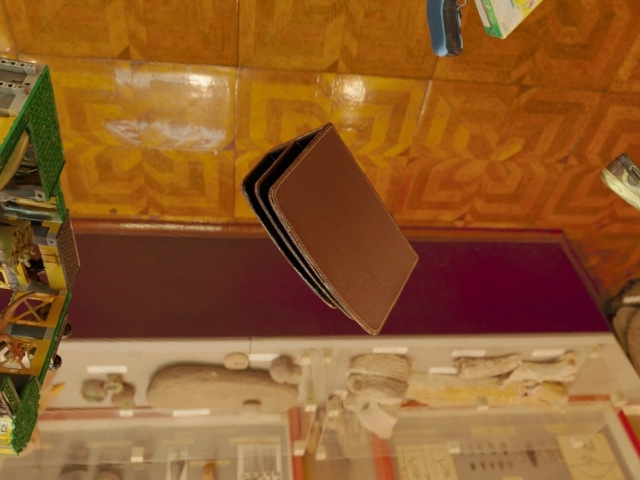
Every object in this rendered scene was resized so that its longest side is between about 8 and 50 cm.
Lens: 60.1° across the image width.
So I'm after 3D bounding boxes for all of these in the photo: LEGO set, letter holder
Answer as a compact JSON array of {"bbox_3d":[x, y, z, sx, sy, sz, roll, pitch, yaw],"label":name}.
[{"bbox_3d":[-0.310,0.011,0.401,0.192,0.254,0.331,8,148,-10],"label":"LEGO set"},{"bbox_3d":[0.000,0.000,0.928,0.152,0.214,0.301,-15,120,42],"label":"letter holder"}]

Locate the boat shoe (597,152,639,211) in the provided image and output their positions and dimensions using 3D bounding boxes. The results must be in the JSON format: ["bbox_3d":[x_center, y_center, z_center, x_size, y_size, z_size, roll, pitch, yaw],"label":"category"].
[{"bbox_3d":[0.427,-0.053,0.695,0.152,0.056,0.049,34,122,2],"label":"boat shoe"}]

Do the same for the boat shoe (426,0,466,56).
[{"bbox_3d":[0.367,-0.651,1.618,0.089,0.257,0.109,4,174,-23],"label":"boat shoe"}]

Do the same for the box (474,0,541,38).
[{"bbox_3d":[0.311,-0.408,0.834,0.179,0.043,0.105,-44,134,-1],"label":"box"}]
